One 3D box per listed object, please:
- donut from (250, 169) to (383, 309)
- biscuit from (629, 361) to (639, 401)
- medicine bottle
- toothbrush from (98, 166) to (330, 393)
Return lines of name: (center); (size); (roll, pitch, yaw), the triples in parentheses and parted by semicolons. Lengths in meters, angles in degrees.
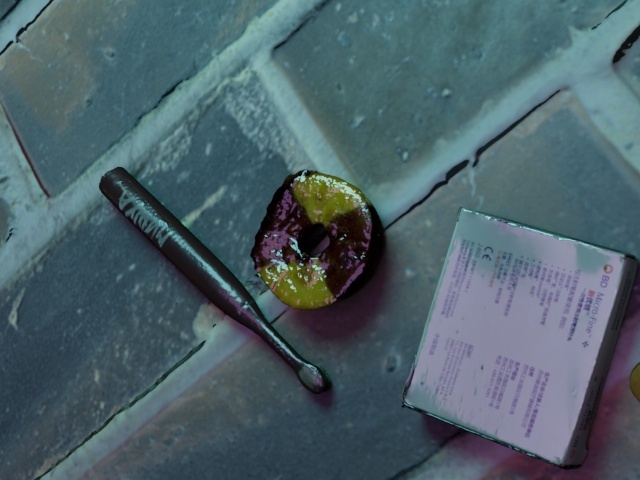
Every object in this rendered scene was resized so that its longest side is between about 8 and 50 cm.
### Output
donut: (0.000, 0.000, 1.077); (0.140, 0.059, 0.140); (-3, 84, 27)
biscuit: (0.343, 0.133, 0.897); (0.165, 0.036, 0.250); (-3, 84, 27)
medicine bottle: (0.180, 0.086, 0.978); (0.171, 0.052, 0.201); (17, 93, 28)
toothbrush: (-0.118, 0.037, 1.149); (0.364, 0.041, 0.041); (42, 105, 24)
